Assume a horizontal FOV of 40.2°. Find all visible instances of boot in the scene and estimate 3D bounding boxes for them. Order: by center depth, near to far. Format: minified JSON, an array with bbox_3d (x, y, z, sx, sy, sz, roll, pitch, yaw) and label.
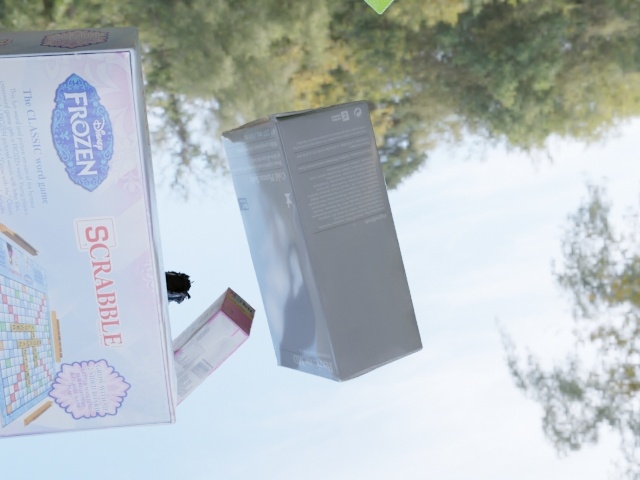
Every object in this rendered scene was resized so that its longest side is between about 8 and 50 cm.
[{"bbox_3d":[-0.249,0.070,1.248,0.121,0.045,0.099,8,161,-29],"label":"boot"}]

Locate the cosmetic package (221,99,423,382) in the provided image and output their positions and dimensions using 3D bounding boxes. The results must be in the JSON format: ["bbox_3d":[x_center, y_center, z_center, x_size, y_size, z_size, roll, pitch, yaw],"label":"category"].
[{"bbox_3d":[0.000,0.000,0.804,0.107,0.237,0.127,-14,-175,-29],"label":"cosmetic package"}]

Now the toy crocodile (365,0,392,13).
[{"bbox_3d":[-0.037,-0.305,0.735,0.341,0.115,0.105,25,-157,-40],"label":"toy crocodile"}]

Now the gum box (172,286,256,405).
[{"bbox_3d":[-0.189,0.170,1.348,0.188,0.062,0.107,-44,-169,12],"label":"gum box"}]

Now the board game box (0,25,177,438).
[{"bbox_3d":[-0.279,0.010,0.650,0.318,0.318,0.066,-3,-151,-6],"label":"board game box"}]
